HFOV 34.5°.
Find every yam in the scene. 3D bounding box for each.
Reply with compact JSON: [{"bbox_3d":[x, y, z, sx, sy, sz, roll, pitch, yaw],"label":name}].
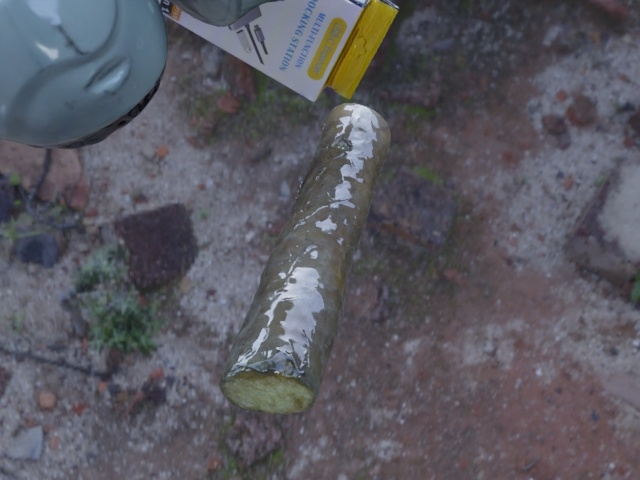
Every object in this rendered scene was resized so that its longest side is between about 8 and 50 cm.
[{"bbox_3d":[0.000,0.000,0.895,0.081,0.081,0.356,16,46,4],"label":"yam"}]

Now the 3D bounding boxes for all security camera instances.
[{"bbox_3d":[-0.144,-0.186,0.697,0.277,0.191,0.197,-44,54,-17],"label":"security camera"}]

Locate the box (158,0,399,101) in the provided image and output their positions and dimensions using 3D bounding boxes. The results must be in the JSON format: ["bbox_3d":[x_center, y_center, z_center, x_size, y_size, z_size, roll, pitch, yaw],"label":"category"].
[{"bbox_3d":[-0.064,-0.217,0.906,0.247,0.129,0.033,30,50,-1],"label":"box"}]
